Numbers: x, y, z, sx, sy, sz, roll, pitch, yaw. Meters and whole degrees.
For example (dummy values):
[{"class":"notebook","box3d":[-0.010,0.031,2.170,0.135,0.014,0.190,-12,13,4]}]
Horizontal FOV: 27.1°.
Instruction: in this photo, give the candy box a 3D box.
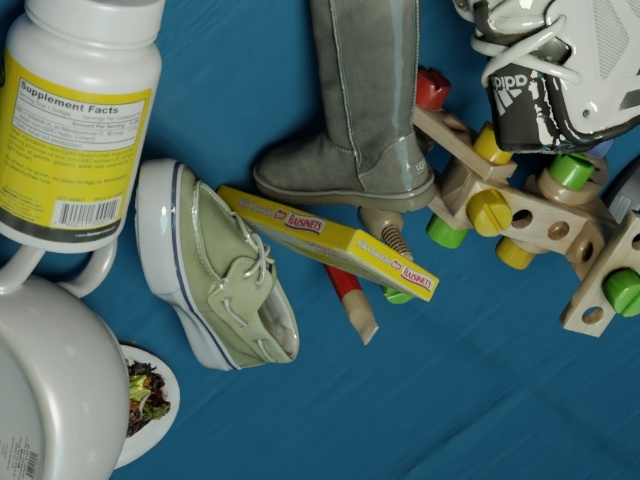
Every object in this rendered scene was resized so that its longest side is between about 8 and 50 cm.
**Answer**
[{"class":"candy box","box3d":[0.000,0.000,1.145,0.105,0.206,0.027,34,81,-38]}]

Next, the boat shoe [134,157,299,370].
[{"class":"boat shoe","box3d":[-0.085,0.023,1.167,0.094,0.109,0.302,-2,151,10]}]

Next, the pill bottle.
[{"class":"pill bottle","box3d":[-0.187,-0.106,1.012,0.119,0.119,0.209,3,123,-25]}]

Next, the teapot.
[{"class":"teapot","box3d":[-0.257,0.128,1.161,0.256,0.253,0.187,-27,177,30]}]

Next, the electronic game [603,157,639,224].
[{"class":"electronic game","box3d":[0.391,-0.021,1.393,0.229,0.048,0.229,-11,126,-15]}]

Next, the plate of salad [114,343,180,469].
[{"class":"plate of salad","box3d":[-0.234,0.179,1.312,0.199,0.048,0.200,-12,133,-13]}]

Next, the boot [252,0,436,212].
[{"class":"boot","box3d":[0.009,-0.132,1.097,0.189,0.076,0.209,3,125,28]}]

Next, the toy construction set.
[{"class":"toy construction set","box3d":[0.156,-0.004,1.174,0.308,0.237,0.257,-37,134,14]}]

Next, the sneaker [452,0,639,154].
[{"class":"sneaker","box3d":[0.136,-0.202,0.950,0.447,0.169,0.258,13,82,-34]}]
